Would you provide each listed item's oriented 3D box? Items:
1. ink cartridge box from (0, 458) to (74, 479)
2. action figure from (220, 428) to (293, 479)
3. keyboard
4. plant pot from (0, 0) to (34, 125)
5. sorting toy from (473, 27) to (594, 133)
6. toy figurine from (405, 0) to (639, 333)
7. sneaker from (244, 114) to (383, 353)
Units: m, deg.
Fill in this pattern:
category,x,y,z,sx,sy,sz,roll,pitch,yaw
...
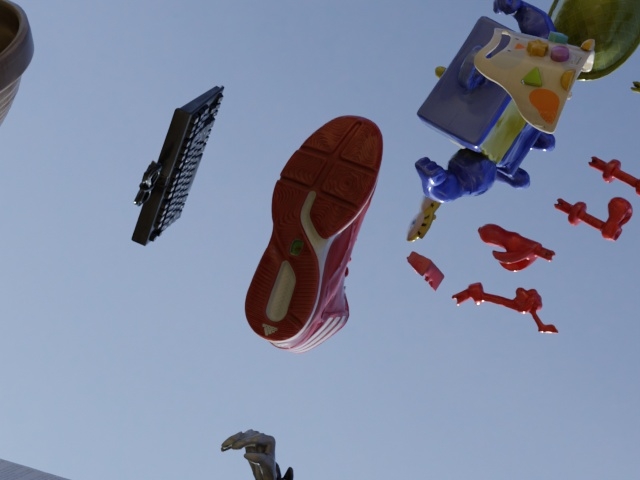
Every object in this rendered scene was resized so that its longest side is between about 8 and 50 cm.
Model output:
category,x,y,z,sx,sy,sz,roll,pitch,yaw
ink cartridge box,-0.210,0.161,0.984,0.179,0.145,0.045,10,-81,23
action figure,-0.047,0.213,1.158,0.164,0.275,0.141,-127,-145,-72
keyboard,-0.149,-0.069,1.770,0.023,0.108,0.180,35,-50,15
plant pot,-0.366,-0.126,1.568,0.237,0.237,0.110,31,-40,48
sorting toy,0.153,-0.129,1.269,0.075,0.083,0.045,23,-43,13
toy figurine,0.191,-0.124,1.518,0.191,0.217,0.363,32,-96,31
sneaker,0.000,0.000,1.598,0.087,0.128,0.221,24,-101,16
